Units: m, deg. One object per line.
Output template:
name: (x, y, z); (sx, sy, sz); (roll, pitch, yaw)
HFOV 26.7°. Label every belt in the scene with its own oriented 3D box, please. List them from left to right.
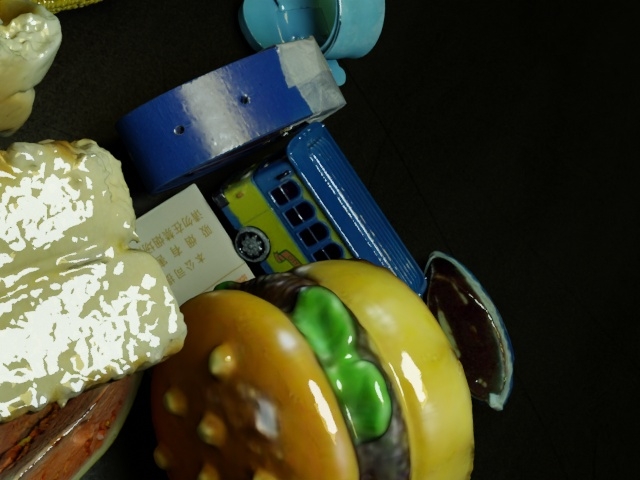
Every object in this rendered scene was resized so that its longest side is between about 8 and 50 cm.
belt: (-0.119, -0.175, 1.856); (0.347, 0.212, 0.117); (-27, 90, -45)

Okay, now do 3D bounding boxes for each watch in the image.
watch: (0.008, -0.338, 2.017); (0.211, 0.193, 0.211); (12, 67, -30)

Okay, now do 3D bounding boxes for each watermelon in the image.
watermelon: (-0.332, 0.214, 1.634); (0.128, 0.159, 0.303); (32, 55, 13)

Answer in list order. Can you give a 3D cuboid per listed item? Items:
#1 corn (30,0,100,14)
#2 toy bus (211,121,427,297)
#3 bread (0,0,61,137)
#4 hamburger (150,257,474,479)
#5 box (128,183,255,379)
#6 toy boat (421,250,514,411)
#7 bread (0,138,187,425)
corn: (-0.366, -0.349, 1.819); (0.293, 0.106, 0.106); (-26, 90, -34)
toy bus: (0.000, 0.000, 1.881); (0.287, 0.175, 0.138); (56, 29, -8)
bread: (-0.488, -0.181, 1.530); (0.424, 0.329, 0.245); (-26, 123, -52)
hamburger: (-0.026, 0.223, 1.615); (0.277, 0.396, 0.395); (-17, 85, -36)
box: (-0.153, 0.125, 1.832); (0.205, 0.051, 0.365); (-36, 97, -37)
toy boat: (0.226, 0.137, 2.073); (0.262, 0.114, 0.115); (65, 14, 1)
bread: (-0.400, 0.064, 1.446); (0.371, 0.390, 0.279); (-18, 94, -38)
